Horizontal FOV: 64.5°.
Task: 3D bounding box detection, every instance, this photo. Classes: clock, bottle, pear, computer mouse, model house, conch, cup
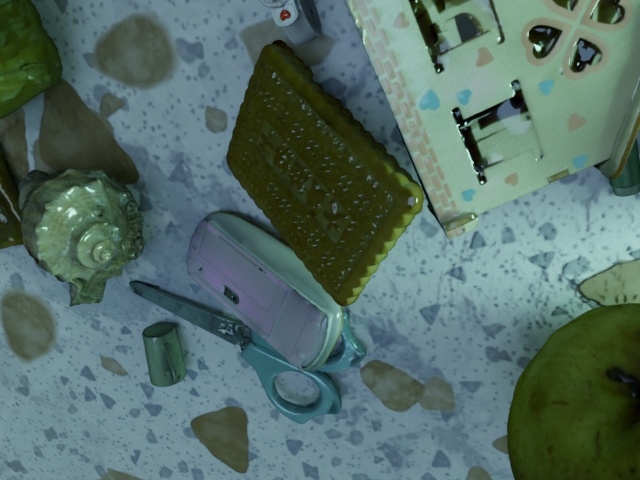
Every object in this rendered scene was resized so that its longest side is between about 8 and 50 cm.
[{"bbox_3d":[-0.037,-0.264,0.506,0.041,0.087,0.129,-15,100,21],"label":"clock"},{"bbox_3d":[0.304,-0.087,0.513,0.030,0.030,0.083,-14,109,21],"label":"bottle"},{"bbox_3d":[0.357,0.217,0.494,0.304,0.304,0.304,6,114,13],"label":"pear"},{"bbox_3d":[-0.072,0.060,0.643,0.245,0.056,0.126,34,117,23],"label":"computer mouse"},{"bbox_3d":[0.158,-0.192,0.446,0.244,0.169,0.326,-22,110,15],"label":"model house"},{"bbox_3d":[-0.322,-0.014,0.656,0.245,0.163,0.178,28,103,36],"label":"conch"},{"bbox_3d":[-0.234,0.173,0.751,0.054,0.075,0.083,-7,109,-5],"label":"cup"}]

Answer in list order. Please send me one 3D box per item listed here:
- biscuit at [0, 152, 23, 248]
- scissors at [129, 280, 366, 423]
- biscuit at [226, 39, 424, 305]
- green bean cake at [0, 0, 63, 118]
[{"bbox_3d":[-0.515,-0.058,0.750,0.183,0.039,0.174,-15,109,20],"label":"biscuit"},{"bbox_3d":[-0.119,0.130,0.728,0.360,0.029,0.191,23,111,10],"label":"scissors"},{"bbox_3d":[-0.016,-0.071,0.533,0.254,0.029,0.172,51,135,24],"label":"biscuit"},{"bbox_3d":[-0.432,-0.251,0.493,0.202,0.310,0.285,-17,109,24],"label":"green bean cake"}]
